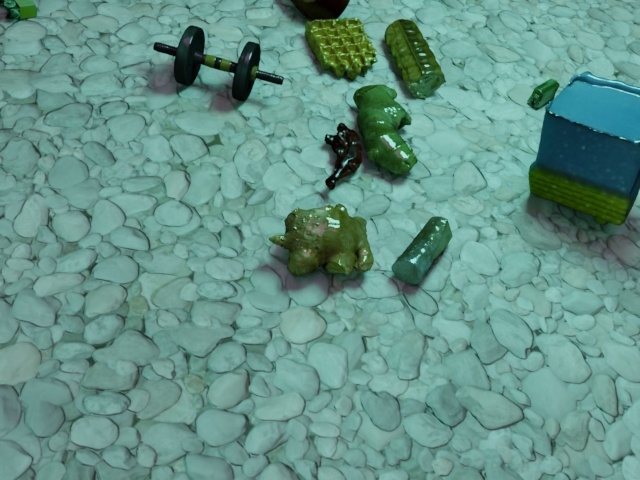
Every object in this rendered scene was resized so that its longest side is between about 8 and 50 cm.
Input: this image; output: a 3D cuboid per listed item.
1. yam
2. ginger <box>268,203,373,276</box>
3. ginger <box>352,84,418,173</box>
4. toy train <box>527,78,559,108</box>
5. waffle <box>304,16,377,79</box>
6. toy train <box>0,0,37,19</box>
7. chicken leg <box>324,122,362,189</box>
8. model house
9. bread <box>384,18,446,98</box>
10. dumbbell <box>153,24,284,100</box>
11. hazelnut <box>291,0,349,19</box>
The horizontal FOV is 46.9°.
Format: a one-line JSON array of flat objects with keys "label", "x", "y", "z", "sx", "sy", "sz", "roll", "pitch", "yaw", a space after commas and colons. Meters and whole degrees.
[{"label": "yam", "x": 0.220, "y": 0.019, "z": 1.548, "sx": 0.068, "sy": 0.068, "sz": 0.169, "roll": 32, "pitch": 53, "yaw": 15}, {"label": "ginger", "x": 0.000, "y": 0.000, "z": 1.500, "sx": 0.216, "sy": 0.102, "sz": 0.157, "roll": 1, "pitch": 75, "yaw": -14}, {"label": "ginger", "x": 0.157, "y": -0.273, "z": 1.764, "sx": 0.137, "sy": 0.089, "sz": 0.290, "roll": 17, "pitch": 43, "yaw": -21}, {"label": "toy train", "x": 0.594, "y": -0.390, "z": 1.960, "sx": 0.093, "sy": 0.056, "sz": 0.038, "roll": -31, "pitch": 64, "yaw": -30}, {"label": "waffle", "x": 0.064, "y": -0.506, "z": 1.956, "sx": 0.160, "sy": 0.055, "sz": 0.211, "roll": -11, "pitch": 53, "yaw": -17}, {"label": "toy train", "x": -0.782, "y": -0.611, "z": 1.888, "sx": 0.081, "sy": 0.050, "sz": 0.122, "roll": -20, "pitch": 57, "yaw": -30}, {"label": "chicken leg", "x": 0.052, "y": -0.194, "z": 1.702, "sx": 0.089, "sy": 0.048, "sz": 0.219, "roll": 4, "pitch": 50, "yaw": -4}, {"label": "model house", "x": 0.611, "y": -0.182, "z": 1.645, "sx": 0.237, "sy": 0.303, "sz": 0.215, "roll": 24, "pitch": 42, "yaw": 23}, {"label": "bread", "x": 0.243, "y": -0.493, "z": 1.960, "sx": 0.087, "sy": 0.098, "sz": 0.269, "roll": 29, "pitch": 33, "yaw": -44}, {"label": "dumbbell", "x": -0.246, "y": -0.426, "z": 1.775, "sx": 0.325, "sy": 0.143, "sz": 0.143, "roll": 16, "pitch": 50, "yaw": 3}, {"label": "hazelnut", "x": -0.006, "y": -0.700, "z": 2.036, "sx": 0.201, "sy": 0.160, "sz": 0.170, "roll": 37, "pitch": 55, "yaw": 12}]
